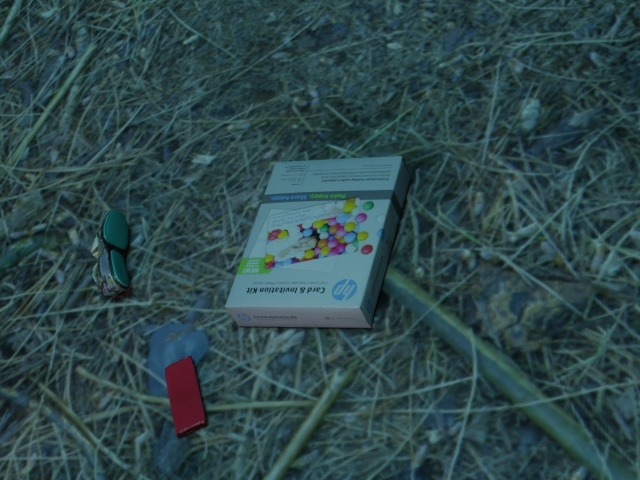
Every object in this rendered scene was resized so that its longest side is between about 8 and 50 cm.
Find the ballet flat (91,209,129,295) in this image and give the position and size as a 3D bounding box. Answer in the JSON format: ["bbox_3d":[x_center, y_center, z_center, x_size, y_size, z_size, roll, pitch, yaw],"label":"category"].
[{"bbox_3d":[-0.227,0.015,1.342,0.041,0.041,0.114,-20,45,9],"label":"ballet flat"}]

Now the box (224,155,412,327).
[{"bbox_3d":[0.000,0.000,1.244,0.145,0.038,0.186,-1,53,26],"label":"box"}]

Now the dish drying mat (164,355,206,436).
[{"bbox_3d":[-0.129,0.148,1.200,0.032,0.008,0.083,-25,47,6],"label":"dish drying mat"}]
